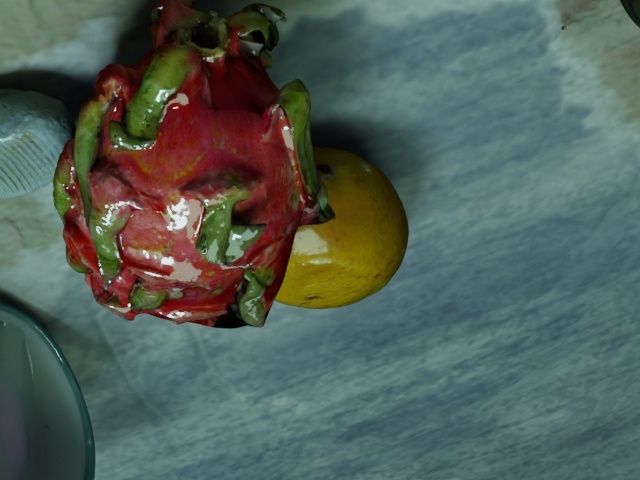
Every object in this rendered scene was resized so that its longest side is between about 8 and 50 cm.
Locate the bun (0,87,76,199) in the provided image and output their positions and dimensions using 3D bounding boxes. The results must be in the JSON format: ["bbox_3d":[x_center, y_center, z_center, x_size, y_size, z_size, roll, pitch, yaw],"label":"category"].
[{"bbox_3d":[-0.183,-0.058,1.061,0.083,0.045,0.083,-12,147,-8],"label":"bun"}]

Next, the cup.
[{"bbox_3d":[-0.263,0.142,1.208,0.173,0.167,0.299,-24,121,23],"label":"cup"}]

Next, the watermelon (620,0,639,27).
[{"bbox_3d":[0.228,-0.177,1.067,0.105,0.105,0.133,11,98,-38],"label":"watermelon"}]

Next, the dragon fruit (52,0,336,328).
[{"bbox_3d":[-0.067,-0.045,1.039,0.166,0.160,0.172,-12,136,-27],"label":"dragon fruit"}]

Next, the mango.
[{"bbox_3d":[0.005,-0.004,1.198,0.115,0.089,0.165,-34,147,23],"label":"mango"}]
